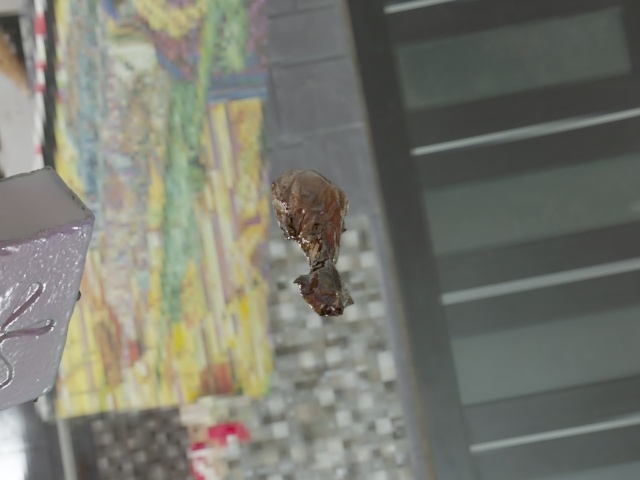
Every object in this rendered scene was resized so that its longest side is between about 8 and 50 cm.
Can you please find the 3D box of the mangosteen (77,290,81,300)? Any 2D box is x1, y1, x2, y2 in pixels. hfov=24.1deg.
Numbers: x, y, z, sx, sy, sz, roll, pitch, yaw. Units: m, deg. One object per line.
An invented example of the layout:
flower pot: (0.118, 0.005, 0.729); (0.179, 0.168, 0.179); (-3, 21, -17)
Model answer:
mangosteen: (-0.485, 0.067, 2.125); (0.289, 0.231, 0.231); (8, 171, -7)

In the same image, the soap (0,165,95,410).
soap: (-0.401, 0.082, 1.555); (0.296, 0.107, 0.285); (-19, 145, -37)

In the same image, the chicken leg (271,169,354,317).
chicken leg: (0.000, 0.000, 2.015); (0.113, 0.304, 0.093); (24, 117, -25)
